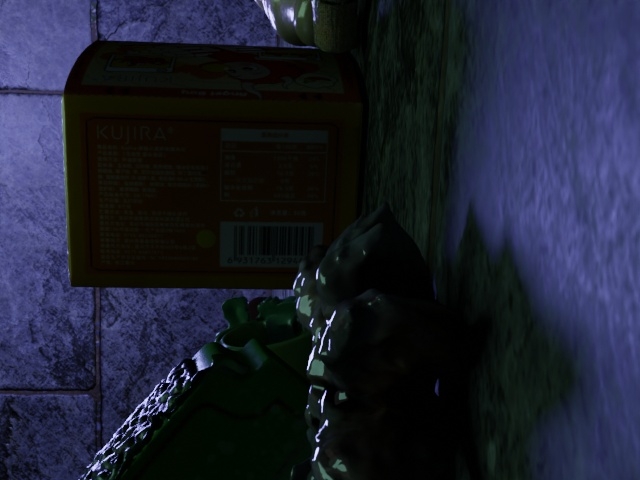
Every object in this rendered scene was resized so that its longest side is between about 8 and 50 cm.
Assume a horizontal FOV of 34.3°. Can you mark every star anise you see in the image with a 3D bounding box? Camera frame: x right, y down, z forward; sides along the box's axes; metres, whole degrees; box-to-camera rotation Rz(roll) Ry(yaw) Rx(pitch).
[{"bbox_3d":[0.025,0.077,0.586,0.236,0.093,0.229,-97,10,-48],"label":"star anise"}]

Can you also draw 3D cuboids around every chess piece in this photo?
[{"bbox_3d":[-0.020,-0.285,1.163,0.124,0.139,0.307,46,-166,-27],"label":"chess piece"}]

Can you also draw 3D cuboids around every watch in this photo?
[{"bbox_3d":[-0.067,0.144,1.253,0.152,0.165,0.131,-50,-47,-68],"label":"watch"}]

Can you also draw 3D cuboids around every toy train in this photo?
[{"bbox_3d":[-0.064,0.187,0.731,0.243,0.188,0.132,-49,11,-4],"label":"toy train"}]

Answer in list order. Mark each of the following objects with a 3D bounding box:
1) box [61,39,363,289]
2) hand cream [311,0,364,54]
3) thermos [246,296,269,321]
[{"bbox_3d":[-0.110,-0.091,1.093,0.259,0.284,0.213,-100,13,-67],"label":"box"},{"bbox_3d":[0.012,-0.259,0.950,0.084,0.084,0.203,-94,3,-46],"label":"hand cream"},{"bbox_3d":[-0.070,0.221,1.539,0.109,0.136,0.330,-131,32,-50],"label":"thermos"}]
